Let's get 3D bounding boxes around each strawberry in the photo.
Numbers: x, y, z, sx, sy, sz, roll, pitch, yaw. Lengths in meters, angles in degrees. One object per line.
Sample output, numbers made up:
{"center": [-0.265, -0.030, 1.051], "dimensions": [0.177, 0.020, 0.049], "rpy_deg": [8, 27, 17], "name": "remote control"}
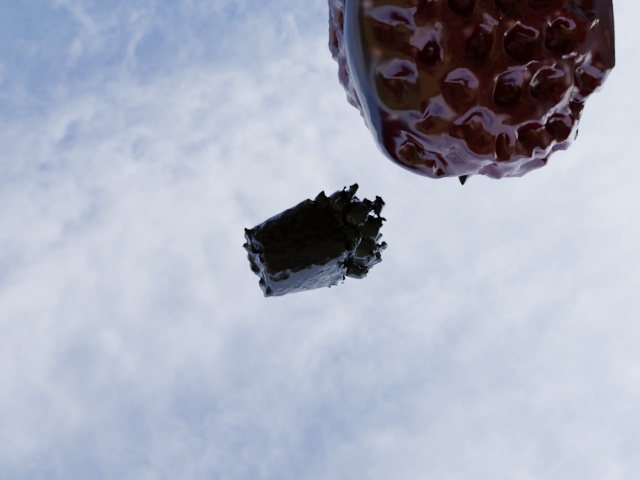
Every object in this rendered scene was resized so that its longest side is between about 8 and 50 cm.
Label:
{"center": [0.130, -0.252, 0.670], "dimensions": [0.296, 0.345, 0.317], "rpy_deg": [7, -127, 31], "name": "strawberry"}

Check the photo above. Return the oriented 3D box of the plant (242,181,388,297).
{"center": [0.000, 0.000, 0.674], "dimensions": [0.143, 0.094, 0.092], "rpy_deg": [-19, -125, -19], "name": "plant"}
